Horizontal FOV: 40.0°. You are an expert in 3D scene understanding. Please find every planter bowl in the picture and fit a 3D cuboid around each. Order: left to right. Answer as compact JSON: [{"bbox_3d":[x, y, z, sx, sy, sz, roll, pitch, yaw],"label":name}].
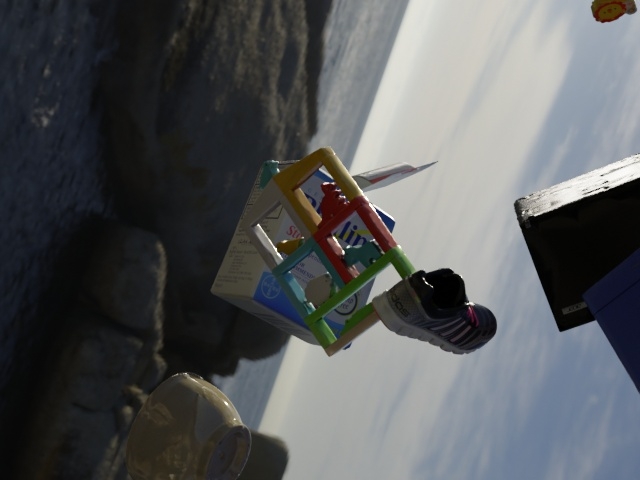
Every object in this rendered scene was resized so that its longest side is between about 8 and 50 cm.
[{"bbox_3d":[-0.162,0.270,1.165,0.162,0.109,0.162,-37,137,-45],"label":"planter bowl"}]

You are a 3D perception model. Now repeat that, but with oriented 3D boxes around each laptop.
[{"bbox_3d":[0.409,-0.012,1.231,0.264,0.234,0.137,-58,126,-74],"label":"laptop"}]

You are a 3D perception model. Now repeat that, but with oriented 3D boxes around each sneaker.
[{"bbox_3d":[0.137,0.070,0.920,0.075,0.170,0.063,-45,-135,32],"label":"sneaker"}]

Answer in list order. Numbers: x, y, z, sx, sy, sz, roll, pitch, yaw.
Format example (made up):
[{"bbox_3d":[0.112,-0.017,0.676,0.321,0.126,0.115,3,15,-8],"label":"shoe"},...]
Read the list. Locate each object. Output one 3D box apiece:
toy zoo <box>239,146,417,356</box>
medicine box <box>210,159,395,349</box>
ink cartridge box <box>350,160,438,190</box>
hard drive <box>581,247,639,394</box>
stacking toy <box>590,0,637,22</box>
[{"bbox_3d":[0.000,0.000,1.294,0.192,0.293,0.030,-40,168,29],"label":"toy zoo"},{"bbox_3d":[-0.029,0.030,1.728,0.149,0.263,0.289,2,-114,52],"label":"medicine box"},{"bbox_3d":[0.137,-0.143,1.854,0.145,0.045,0.179,-18,175,-38],"label":"ink cartridge box"},{"bbox_3d":[0.441,0.148,0.983,0.319,0.040,0.210,64,-32,22],"label":"hard drive"},{"bbox_3d":[0.420,-0.365,1.042,0.052,0.221,0.167,40,41,-52],"label":"stacking toy"}]
